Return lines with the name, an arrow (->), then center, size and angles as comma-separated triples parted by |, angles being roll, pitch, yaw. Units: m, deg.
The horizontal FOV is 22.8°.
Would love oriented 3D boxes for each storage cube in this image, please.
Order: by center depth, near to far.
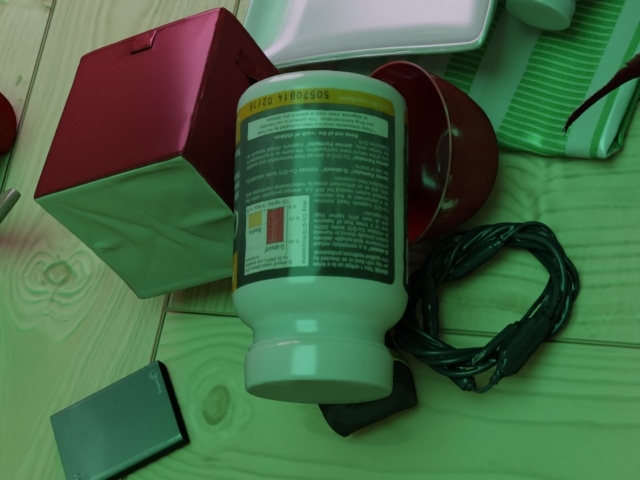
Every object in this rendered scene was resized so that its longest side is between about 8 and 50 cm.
storage cube -> -0.138, -0.083, 1.575 | 0.215, 0.184, 0.193 | -13, 47, 30

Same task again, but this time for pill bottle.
pill bottle -> 0.000, 0.000, 1.431 | 0.162, 0.162, 0.278 | -5, 73, 23
pill bottle -> 0.236, -0.290, 1.544 | 0.087, 0.087, 0.160 | 15, 76, 29

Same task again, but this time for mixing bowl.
mixing bowl -> 0.107, -0.079, 1.534 | 0.181, 0.098, 0.181 | -3, 86, 56

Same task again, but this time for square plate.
square plate -> 0.081, -0.331, 1.652 | 0.344, 0.049, 0.347 | -1, 66, 44

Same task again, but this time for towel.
towel -> 0.185, -0.215, 1.610 | 0.325, 0.038, 0.248 | 16, 77, 29

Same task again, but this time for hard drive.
hard drive -> -0.206, 0.193, 1.625 | 0.135, 0.022, 0.094 | -28, 60, 11

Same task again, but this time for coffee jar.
coffee jar -> 0.024, 0.092, 1.528 | 0.096, 0.079, 0.184 | -26, 61, 9

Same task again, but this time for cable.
cable -> 0.156, 0.053, 1.497 | 0.150, 0.047, 0.184 | 28, 68, 34

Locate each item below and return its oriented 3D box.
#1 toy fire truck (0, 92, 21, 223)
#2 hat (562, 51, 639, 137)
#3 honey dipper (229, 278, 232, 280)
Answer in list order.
toy fire truck -> -0.406, -0.086, 1.773 | 0.246, 0.158, 0.217 | 21, 78, 18
hat -> 0.344, -0.187, 1.419 | 0.208, 0.183, 0.173 | 13, 30, 6
honey dipper -> -0.091, 0.037, 1.634 | 0.160, 0.030, 0.030 | 25, 81, 29
